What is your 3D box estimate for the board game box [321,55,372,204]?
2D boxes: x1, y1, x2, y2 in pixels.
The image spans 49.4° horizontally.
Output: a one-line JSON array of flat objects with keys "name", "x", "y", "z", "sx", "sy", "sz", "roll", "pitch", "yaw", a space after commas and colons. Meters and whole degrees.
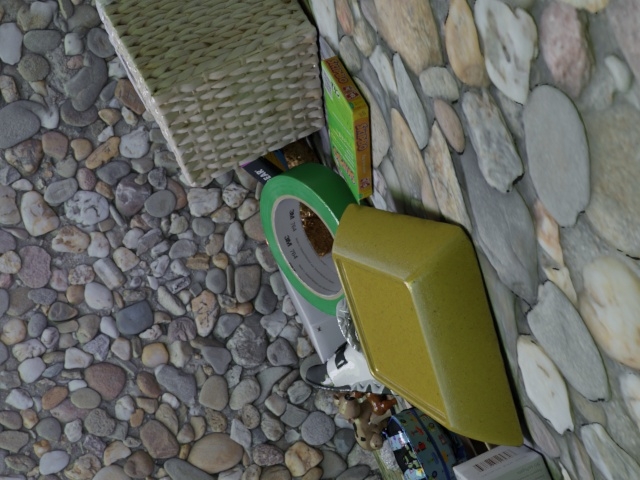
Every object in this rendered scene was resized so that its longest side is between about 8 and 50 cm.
[{"name": "board game box", "x": 0.048, "y": -0.178, "z": 1.189, "sx": 0.259, "sy": 0.039, "sz": 0.124, "roll": 85, "pitch": 162, "yaw": -58}]

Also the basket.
[{"name": "basket", "x": -0.192, "y": -0.329, "z": 1.317, "sx": 0.328, "sy": 0.331, "sz": 0.266, "roll": 82, "pitch": 162, "yaw": -64}]

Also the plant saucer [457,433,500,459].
[{"name": "plant saucer", "x": 0.272, "y": 0.361, "z": 1.160, "sx": 0.278, "sy": 0.041, "sz": 0.278, "roll": 158, "pitch": 90, "yaw": -82}]

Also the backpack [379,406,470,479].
[{"name": "backpack", "x": 0.181, "y": 0.352, "z": 1.176, "sx": 0.173, "sy": 0.117, "sz": 0.158, "roll": 84, "pitch": 162, "yaw": -67}]

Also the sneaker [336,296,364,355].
[{"name": "sneaker", "x": 0.122, "y": 0.197, "z": 1.352, "sx": 0.232, "sy": 0.090, "sz": 0.115, "roll": 43, "pitch": 180, "yaw": 5}]

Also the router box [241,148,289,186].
[{"name": "router box", "x": -0.127, "y": -0.184, "z": 1.520, "sx": 0.179, "sy": 0.046, "sz": 0.133, "roll": 37, "pitch": -150, "yaw": -58}]

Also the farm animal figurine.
[{"name": "farm animal figurine", "x": 0.123, "y": 0.509, "z": 2.127, "sx": 0.330, "sy": 0.172, "sz": 0.326, "roll": -140, "pitch": 29, "yaw": -74}]

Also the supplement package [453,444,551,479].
[{"name": "supplement package", "x": 0.276, "y": 0.388, "z": 0.964, "sx": 0.105, "sy": 0.105, "sz": 0.179, "roll": 149, "pitch": 98, "yaw": -82}]

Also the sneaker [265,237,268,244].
[{"name": "sneaker", "x": -0.089, "y": -0.049, "z": 1.782, "sx": 0.081, "sy": 0.094, "sz": 0.208, "roll": 60, "pitch": -155, "yaw": -18}]

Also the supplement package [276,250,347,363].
[{"name": "supplement package", "x": 0.025, "y": 0.143, "z": 1.728, "sx": 0.293, "sy": 0.177, "sz": 0.175, "roll": -121, "pitch": 11, "yaw": -51}]

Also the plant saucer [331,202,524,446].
[{"name": "plant saucer", "x": 0.130, "y": 0.125, "z": 1.036, "sx": 0.333, "sy": 0.081, "sz": 0.332, "roll": 19, "pitch": 130, "yaw": 64}]

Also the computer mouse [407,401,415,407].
[{"name": "computer mouse", "x": 0.230, "y": 0.340, "z": 1.444, "sx": 0.242, "sy": 0.041, "sz": 0.071, "roll": -138, "pitch": 43, "yaw": -62}]

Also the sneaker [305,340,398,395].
[{"name": "sneaker", "x": 0.093, "y": 0.262, "z": 1.530, "sx": 0.330, "sy": 0.122, "sz": 0.146, "roll": -11, "pitch": 76, "yaw": 47}]

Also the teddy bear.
[{"name": "teddy bear", "x": -0.024, "y": -0.125, "z": 1.664, "sx": 0.245, "sy": 0.113, "sz": 0.338, "roll": 102, "pitch": 153, "yaw": -65}]

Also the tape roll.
[{"name": "tape roll", "x": 0.000, "y": 0.000, "z": 1.440, "sx": 0.321, "sy": 0.077, "sz": 0.321, "roll": 38, "pitch": 144, "yaw": 34}]
